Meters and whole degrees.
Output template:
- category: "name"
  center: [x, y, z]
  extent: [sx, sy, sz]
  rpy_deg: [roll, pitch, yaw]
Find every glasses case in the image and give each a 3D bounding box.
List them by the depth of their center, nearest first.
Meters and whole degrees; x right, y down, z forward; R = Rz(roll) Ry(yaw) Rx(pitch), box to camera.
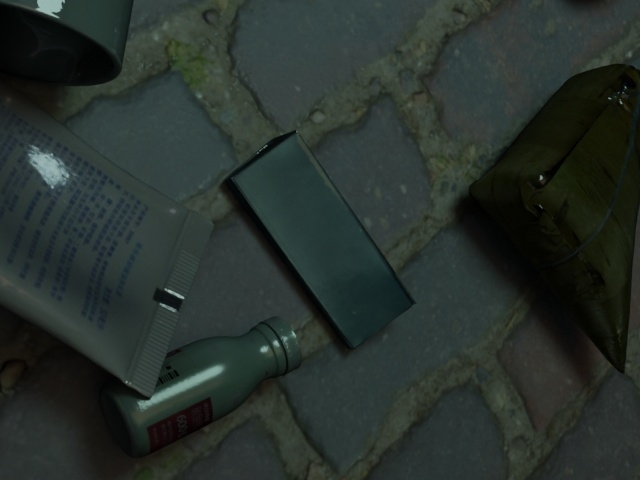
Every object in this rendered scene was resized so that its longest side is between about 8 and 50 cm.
- category: "glasses case"
  center: [0.000, 0.000, 1.089]
  extent: [0.105, 0.056, 0.266]
  rpy_deg: [-36, 105, -2]

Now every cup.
- category: "cup"
  center: [-0.270, -0.327, 0.863]
  extent: [0.205, 0.205, 0.312]
  rpy_deg: [15, 77, -29]

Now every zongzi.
- category: "zongzi"
  center: [0.412, -0.038, 1.259]
  extent: [0.323, 0.160, 0.360]
  rpy_deg: [-45, 108, -24]

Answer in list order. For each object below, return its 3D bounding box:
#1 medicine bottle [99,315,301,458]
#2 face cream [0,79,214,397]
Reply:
- category: "medicine bottle"
  center: [-0.126, 0.154, 0.974]
  extent: [0.216, 0.090, 0.090]
  rpy_deg: [-22, 98, -30]
- category: "face cream"
  center: [-0.295, -0.044, 0.870]
  extent: [0.420, 0.137, 0.235]
  rpy_deg: [37, 46, -26]
